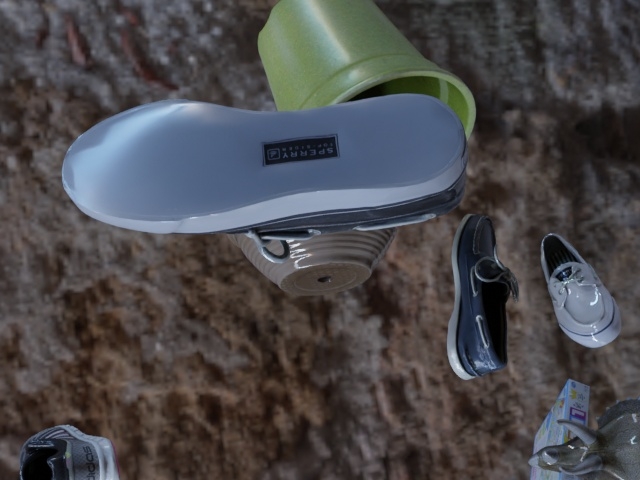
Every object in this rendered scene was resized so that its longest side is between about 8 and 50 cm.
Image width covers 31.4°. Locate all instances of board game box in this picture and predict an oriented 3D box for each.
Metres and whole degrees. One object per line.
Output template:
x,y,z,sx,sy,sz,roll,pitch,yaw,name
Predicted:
0.260,0.241,1.250,0.154,0.026,0.103,-69,-1,-51,board game box

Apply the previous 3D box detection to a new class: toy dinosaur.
0.324,0.143,1.008,0.121,0.313,0.160,48,162,16,toy dinosaur

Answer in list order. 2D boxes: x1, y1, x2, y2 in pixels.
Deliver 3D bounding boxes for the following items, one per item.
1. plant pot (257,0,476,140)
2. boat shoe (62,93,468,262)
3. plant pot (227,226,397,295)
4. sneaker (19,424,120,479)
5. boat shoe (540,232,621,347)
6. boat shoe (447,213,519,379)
0.039,-0.218,1.590,0.254,0.276,0.276,64,145,33,plant pot
-0.040,-0.047,0.881,0.105,0.306,0.113,76,-173,-61,boat shoe
0.000,0.000,1.439,0.237,0.237,0.110,-42,51,55,plant pot
-0.264,0.216,1.104,0.170,0.074,0.063,-6,85,52,sneaker
0.355,0.067,1.617,0.076,0.083,0.226,53,-172,-26,boat shoe
0.229,0.069,1.581,0.079,0.095,0.254,-18,46,36,boat shoe
